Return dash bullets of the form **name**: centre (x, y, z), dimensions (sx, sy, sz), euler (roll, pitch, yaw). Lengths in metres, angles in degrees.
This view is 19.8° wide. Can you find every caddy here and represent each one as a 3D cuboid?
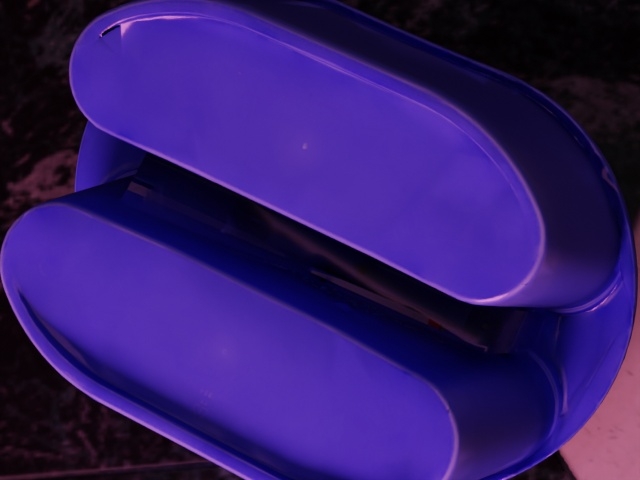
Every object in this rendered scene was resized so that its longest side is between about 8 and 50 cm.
- **caddy**: centre (0.000, 0.000, 0.991), dimensions (0.341, 0.179, 0.241), euler (26, 101, 18)
